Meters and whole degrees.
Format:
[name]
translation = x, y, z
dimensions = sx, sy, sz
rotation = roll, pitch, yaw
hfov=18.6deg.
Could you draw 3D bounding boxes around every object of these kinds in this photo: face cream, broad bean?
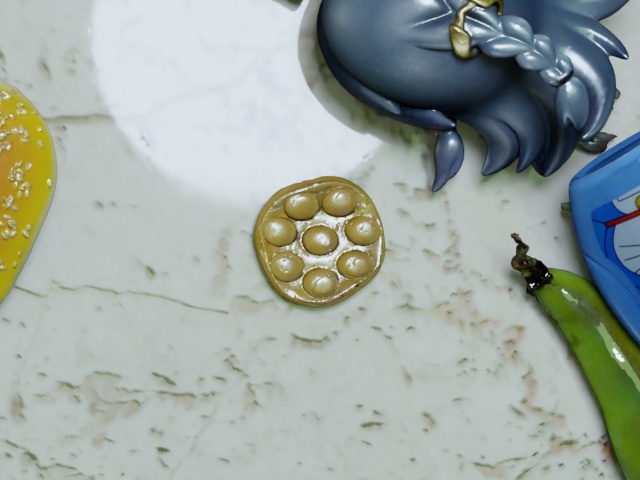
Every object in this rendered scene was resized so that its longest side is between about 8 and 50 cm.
[face cream]
translation = 0.307, 0.038, 1.551
dimensions = 0.149, 0.083, 0.264
rotation = -31, 97, 27
[broad bean]
translation = 0.249, 0.124, 1.597
dimensions = 0.075, 0.067, 0.325
rotation = -35, 91, -39

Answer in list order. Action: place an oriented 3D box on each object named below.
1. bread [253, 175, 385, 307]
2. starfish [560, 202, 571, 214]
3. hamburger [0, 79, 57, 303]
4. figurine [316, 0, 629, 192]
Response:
[bread]
translation = 0.000, 0.000, 1.584
dimensions = 0.110, 0.024, 0.110
rotation = 0, 89, -7
[starfish]
translation = 0.286, -0.025, 1.604
dimensions = 0.176, 0.053, 0.208
rotation = 7, 95, -6
[hamburger]
translation = -0.300, -0.032, 1.502
dimensions = 0.173, 0.116, 0.210
rotation = 24, 86, -8
[figurine]
translation = 0.128, -0.156, 1.540
dimensions = 0.265, 0.197, 0.175
rotation = 11, 62, -3
